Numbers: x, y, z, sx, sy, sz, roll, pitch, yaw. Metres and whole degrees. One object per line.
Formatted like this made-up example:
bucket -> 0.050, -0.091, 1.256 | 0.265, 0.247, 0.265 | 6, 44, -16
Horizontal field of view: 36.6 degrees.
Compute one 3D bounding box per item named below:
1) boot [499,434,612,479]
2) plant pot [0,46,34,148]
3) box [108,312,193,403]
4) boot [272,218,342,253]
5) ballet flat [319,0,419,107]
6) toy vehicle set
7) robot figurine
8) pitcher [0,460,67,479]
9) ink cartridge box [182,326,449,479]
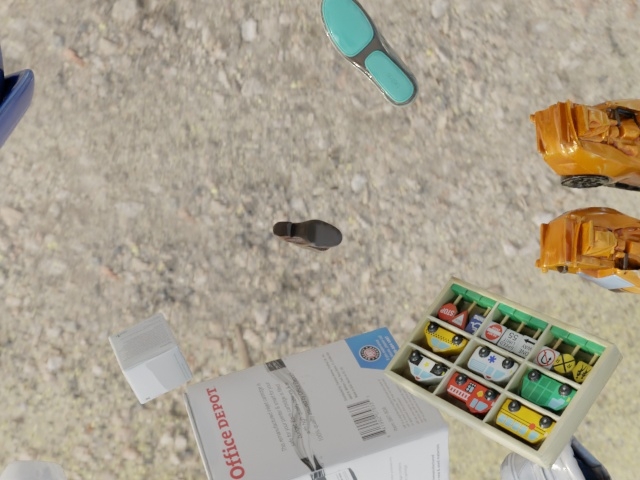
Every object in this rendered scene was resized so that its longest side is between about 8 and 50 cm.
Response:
boot -> 0.364, 0.389, 1.330 | 0.123, 0.095, 0.258 | -32, 96, 31
plant pot -> -0.456, -0.151, 1.001 | 0.236, 0.236, 0.212 | -12, 129, 26
box -> -0.283, 0.197, 1.620 | 0.102, 0.087, 0.101 | -25, 138, -10
boot -> 0.000, 0.000, 1.353 | 0.106, 0.114, 0.037 | 12, 81, 24
ballet flat -> 0.073, -0.292, 1.494 | 0.072, 0.068, 0.213 | -38, 94, 11
toy vehicle set -> 0.223, 0.158, 1.224 | 0.166, 0.267, 0.035 | -53, 132, -12
robot figurine -> 0.320, -0.031, 0.883 | 0.291, 0.211, 0.085 | 6, 168, -29
pitcher -> -0.470, 0.481, 1.618 | 0.125, 0.207, 0.177 | -10, 158, 27
ink cartridge box -> -0.012, 0.342, 1.678 | 0.394, 0.285, 0.166 | -15, 126, -11
